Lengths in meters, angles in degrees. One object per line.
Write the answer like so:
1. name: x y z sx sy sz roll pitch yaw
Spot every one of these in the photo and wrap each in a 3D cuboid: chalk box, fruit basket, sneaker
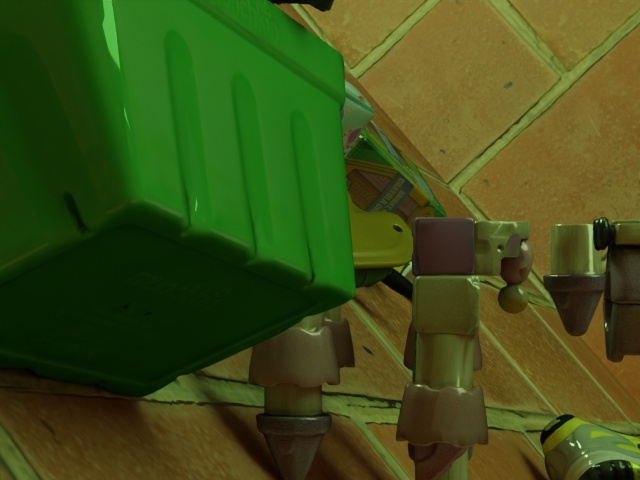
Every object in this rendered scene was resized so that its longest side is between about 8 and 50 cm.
1. chalk box: 0.053 -0.048 2.040 0.213 0.132 0.132 40 12 -35
2. fruit basket: -0.174 -0.109 1.023 0.392 0.283 0.392 55 19 -29
3. sneaker: 0.405 0.315 2.081 0.384 0.145 0.147 41 12 -40

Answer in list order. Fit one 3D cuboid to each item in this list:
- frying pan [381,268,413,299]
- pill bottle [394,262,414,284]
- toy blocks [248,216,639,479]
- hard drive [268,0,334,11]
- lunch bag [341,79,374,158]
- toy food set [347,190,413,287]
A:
1. frying pan: -0.017 -0.021 1.865 0.197 0.053 0.326 52 10 27
2. pill bottle: 0.111 0.018 2.227 0.065 0.065 0.116 38 13 -42
3. toy blocks: 0.109 0.114 1.321 0.288 0.308 0.260 18 72 -85
4. hard drive: -0.165 -0.237 1.048 0.339 0.064 0.237 26 -7 -33
5. lunch bag: -0.098 -0.184 1.870 0.279 0.108 0.224 34 8 34
6. toy food set: -0.008 0.005 1.682 0.218 0.071 0.128 0 40 -44
